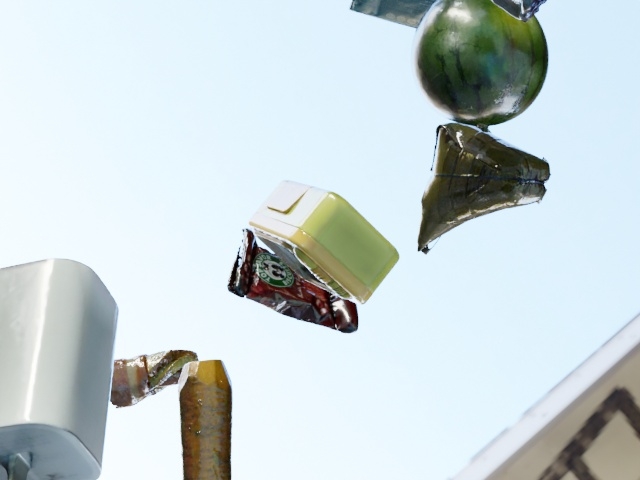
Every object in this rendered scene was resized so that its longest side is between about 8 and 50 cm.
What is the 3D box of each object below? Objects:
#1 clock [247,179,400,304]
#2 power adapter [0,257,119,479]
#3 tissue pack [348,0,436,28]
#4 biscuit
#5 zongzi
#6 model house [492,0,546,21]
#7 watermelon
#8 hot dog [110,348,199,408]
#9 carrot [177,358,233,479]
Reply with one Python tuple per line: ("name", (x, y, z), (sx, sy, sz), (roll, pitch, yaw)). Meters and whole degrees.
("clock", (0.000, 0.000, 1.375), (0.143, 0.096, 0.202), (40, -7, -23))
("power adapter", (-0.294, 0.156, 0.967), (0.124, 0.187, 0.255), (67, 15, -46))
("tissue pack", (0.152, -0.493, 2.073), (0.169, 0.082, 0.120), (14, -22, -3))
("biscuit", (-0.049, 0.074, 1.771), (0.235, 0.151, 0.063), (25, -61, -20))
("zongzi", (0.288, -0.055, 1.947), (0.260, 0.123, 0.289), (38, -60, 49))
("model house", (0.295, -0.386, 1.317), (0.284, 0.243, 0.298), (26, 13, -39))
("watermelon", (0.272, -0.314, 1.803), (0.242, 0.242, 0.242), (39, -32, 31))
("hot dog", (-0.354, 0.262, 1.937), (0.123, 0.261, 0.093), (93, -11, -81))
("carrot", (-0.125, 0.294, 1.194), (0.066, 0.066, 0.314), (148, -60, -63))
